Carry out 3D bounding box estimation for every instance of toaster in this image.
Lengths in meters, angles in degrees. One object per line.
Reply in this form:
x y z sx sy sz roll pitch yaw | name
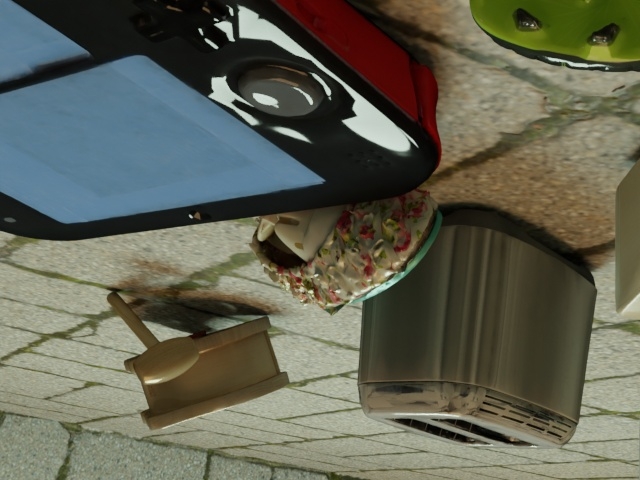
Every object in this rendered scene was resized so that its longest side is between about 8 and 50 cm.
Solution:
0.112 0.070 0.807 0.129 0.146 0.227 -8 157 39 | toaster

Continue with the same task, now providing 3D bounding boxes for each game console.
-0.164 -0.088 0.569 0.387 0.060 0.342 -7 158 38 | game console

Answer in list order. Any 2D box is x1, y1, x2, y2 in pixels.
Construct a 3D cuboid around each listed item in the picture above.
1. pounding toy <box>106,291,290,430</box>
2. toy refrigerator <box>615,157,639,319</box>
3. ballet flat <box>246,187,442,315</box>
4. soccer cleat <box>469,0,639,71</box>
-0.134 0.108 1.168 0.154 0.155 0.269 -18 178 -14 | pounding toy
0.310 0.002 0.601 0.270 0.094 0.102 8 156 -2 | toy refrigerator
0.000 0.000 0.703 0.077 0.091 0.241 33 165 -9 | ballet flat
0.150 -0.087 0.439 0.179 0.060 0.072 2 164 8 | soccer cleat
